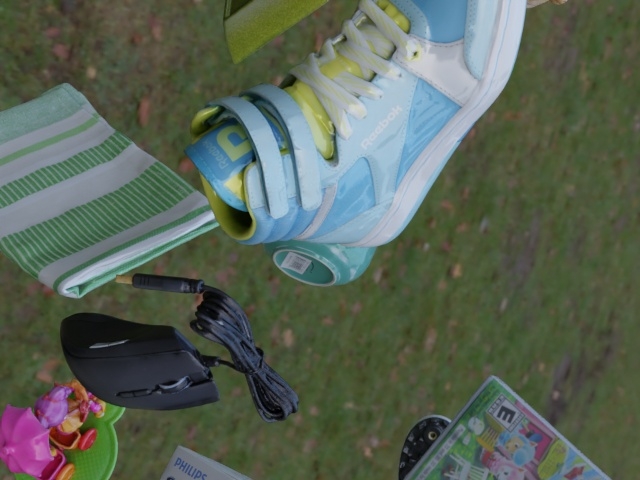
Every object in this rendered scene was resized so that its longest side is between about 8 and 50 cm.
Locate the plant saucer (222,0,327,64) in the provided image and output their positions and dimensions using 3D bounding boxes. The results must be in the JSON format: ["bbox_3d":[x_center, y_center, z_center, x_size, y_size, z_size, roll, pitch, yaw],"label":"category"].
[{"bbox_3d":[-0.058,-0.338,1.450,0.045,0.188,0.188,27,53,-35],"label":"plant saucer"}]

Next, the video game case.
[{"bbox_3d":[0.139,0.248,0.924,0.212,0.193,0.023,-52,152,9],"label":"video game case"}]

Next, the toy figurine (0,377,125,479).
[{"bbox_3d":[-0.299,0.211,1.325,0.173,0.130,0.159,-56,167,-11],"label":"toy figurine"}]

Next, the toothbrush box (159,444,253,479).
[{"bbox_3d":[-0.115,0.379,1.166,0.122,0.206,0.283,35,78,-40],"label":"toothbrush box"}]

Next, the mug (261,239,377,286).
[{"bbox_3d":[0.005,-0.002,1.290,0.158,0.129,0.097,50,53,-43],"label":"mug"}]

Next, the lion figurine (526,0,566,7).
[{"bbox_3d":[0.160,-0.375,1.207,0.240,0.392,0.142,4,138,-39],"label":"lion figurine"}]

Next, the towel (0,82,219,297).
[{"bbox_3d":[-0.313,-0.069,1.441,0.248,0.325,0.038,-30,145,-34],"label":"towel"}]

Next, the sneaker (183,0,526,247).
[{"bbox_3d":[0.015,-0.111,0.874,0.208,0.127,0.319,-7,134,-38],"label":"sneaker"}]

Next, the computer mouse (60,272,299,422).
[{"bbox_3d":[-0.159,0.097,1.041,0.060,0.262,0.184,-60,142,-33],"label":"computer mouse"}]

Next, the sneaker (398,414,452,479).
[{"bbox_3d":[0.136,0.274,1.195,0.086,0.085,0.237,-73,148,-65],"label":"sneaker"}]
